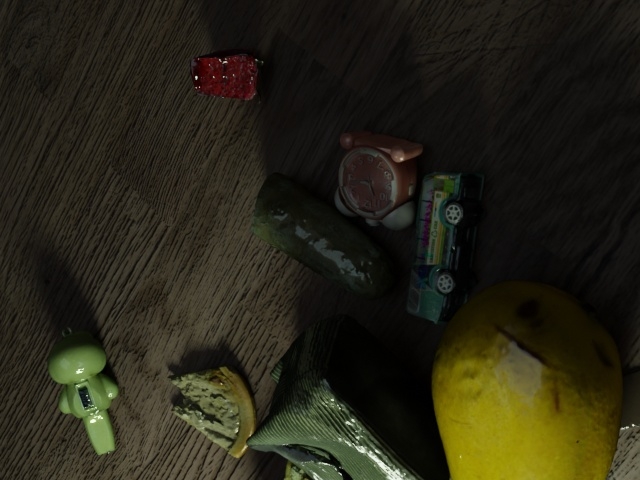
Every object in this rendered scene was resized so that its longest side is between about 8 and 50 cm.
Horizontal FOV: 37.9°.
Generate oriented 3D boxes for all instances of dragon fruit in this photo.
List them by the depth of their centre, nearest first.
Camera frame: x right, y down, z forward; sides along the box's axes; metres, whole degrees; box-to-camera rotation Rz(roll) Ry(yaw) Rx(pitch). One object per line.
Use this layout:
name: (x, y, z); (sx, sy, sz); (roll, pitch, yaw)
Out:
dragon fruit: (-0.180, -0.334, 1.865); (0.147, 0.096, 0.102); (4, 107, 5)

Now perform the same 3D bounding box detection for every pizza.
pizza: (-0.235, 0.337, 1.960); (0.262, 0.034, 0.181); (16, 102, 35)

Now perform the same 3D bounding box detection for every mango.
mango: (0.308, 0.281, 1.454); (0.301, 0.220, 0.445); (16, 103, 27)

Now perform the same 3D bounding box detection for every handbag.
handbag: (0.049, 0.312, 1.585); (0.341, 0.247, 0.240); (43, 122, -15)

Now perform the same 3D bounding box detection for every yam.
yam: (0.000, 0.000, 1.724); (0.330, 0.133, 0.133); (35, 112, 25)

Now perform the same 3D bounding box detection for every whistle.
whistle: (-0.536, 0.338, 2.142); (0.141, 0.141, 0.294); (-6, 106, 36)

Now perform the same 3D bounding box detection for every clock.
clock: (0.106, -0.106, 1.667); (0.166, 0.093, 0.162); (19, 112, 34)

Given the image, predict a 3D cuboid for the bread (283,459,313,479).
bread: (0.004, 0.430, 1.760); (0.156, 0.103, 0.110); (-18, 70, 30)

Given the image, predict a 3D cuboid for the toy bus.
toy bus: (0.214, 0.009, 1.591); (0.109, 0.091, 0.261); (13, 98, 42)

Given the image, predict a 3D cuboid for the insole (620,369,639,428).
insole: (0.559, 0.218, 1.398); (0.328, 0.007, 0.111); (-22, 78, 34)
